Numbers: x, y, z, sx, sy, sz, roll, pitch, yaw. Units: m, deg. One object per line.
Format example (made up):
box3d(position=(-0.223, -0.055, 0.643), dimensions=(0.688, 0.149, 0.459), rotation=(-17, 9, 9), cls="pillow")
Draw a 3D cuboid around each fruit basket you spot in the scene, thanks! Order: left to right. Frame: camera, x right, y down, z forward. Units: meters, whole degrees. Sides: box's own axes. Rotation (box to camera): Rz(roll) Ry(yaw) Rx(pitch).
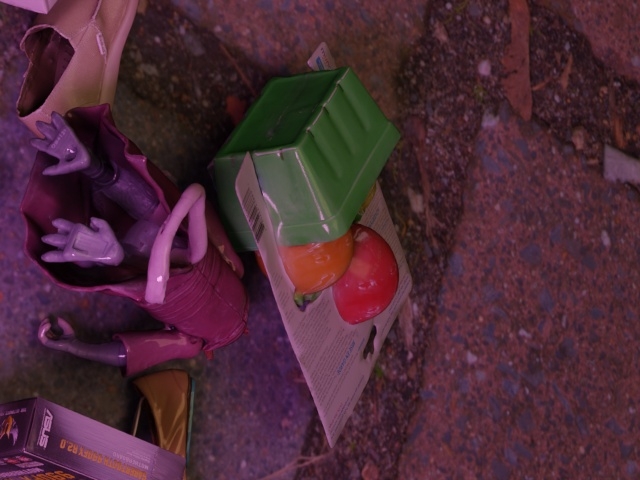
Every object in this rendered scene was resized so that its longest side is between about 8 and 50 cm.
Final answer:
box3d(position=(0.000, 0.000, 2.146), dimensions=(0.327, 0.165, 0.353), rotation=(-61, 143, -50), cls="fruit basket")

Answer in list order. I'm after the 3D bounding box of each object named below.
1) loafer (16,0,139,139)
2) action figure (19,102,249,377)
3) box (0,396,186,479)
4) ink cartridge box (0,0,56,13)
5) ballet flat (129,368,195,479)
box3d(position=(-0.257, -0.223, 1.978), dimensions=(0.092, 0.102, 0.269), rotation=(17, 73, -46), cls="loafer")
box3d(position=(-0.146, 0.014, 1.922), dimensions=(0.370, 0.275, 0.248), rotation=(47, 58, -49), cls="action figure")
box3d(position=(-0.272, 0.215, 1.814), dimensions=(0.183, 0.231, 0.056), rotation=(29, 62, -37), cls="box")
box3d(position=(-0.252, -0.345, 1.768), dimensions=(0.218, 0.092, 0.158), rotation=(-57, 157, -31), cls="ink cartridge box")
box3d(position=(-0.171, 0.254, 2.022), dimensions=(0.073, 0.080, 0.232), rotation=(1, 80, -14), cls="ballet flat")
